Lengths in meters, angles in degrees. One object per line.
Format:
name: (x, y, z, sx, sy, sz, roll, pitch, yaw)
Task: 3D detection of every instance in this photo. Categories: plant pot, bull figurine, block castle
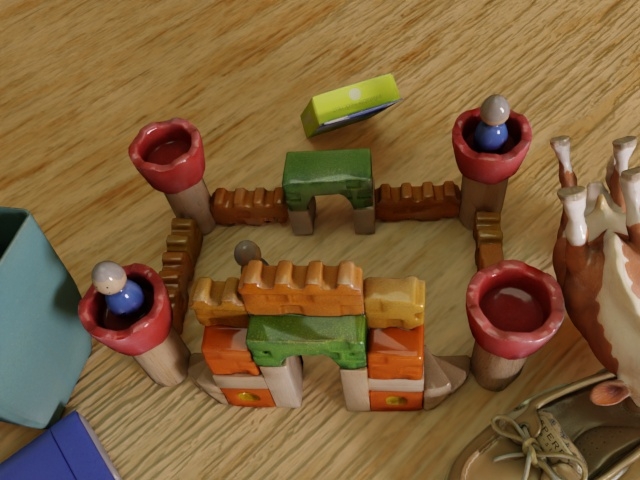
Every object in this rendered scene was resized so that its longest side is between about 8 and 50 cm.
plant pot: (-0.346, 0.098, 0.615, 0.166, 0.234, 0.165, 6, 55, 13)
bull figurine: (0.277, 0.014, 0.577, 0.101, 0.188, 0.310, -9, 20, 17)
block castle: (0.000, 0.000, 0.652, 0.454, 0.212, 0.302, -1, 55, 7)

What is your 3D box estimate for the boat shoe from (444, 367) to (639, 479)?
boat shoe: (0.242, 0.176, 0.565, 0.285, 0.089, 0.104, -27, 55, -11)

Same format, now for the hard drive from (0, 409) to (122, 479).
hard drive: (-0.319, 0.339, 0.557, 0.319, 0.040, 0.210, -36, 58, -17)

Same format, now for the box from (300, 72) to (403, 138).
box: (0.035, -0.178, 0.810, 0.109, 0.178, 0.042, -19, 96, -6)
